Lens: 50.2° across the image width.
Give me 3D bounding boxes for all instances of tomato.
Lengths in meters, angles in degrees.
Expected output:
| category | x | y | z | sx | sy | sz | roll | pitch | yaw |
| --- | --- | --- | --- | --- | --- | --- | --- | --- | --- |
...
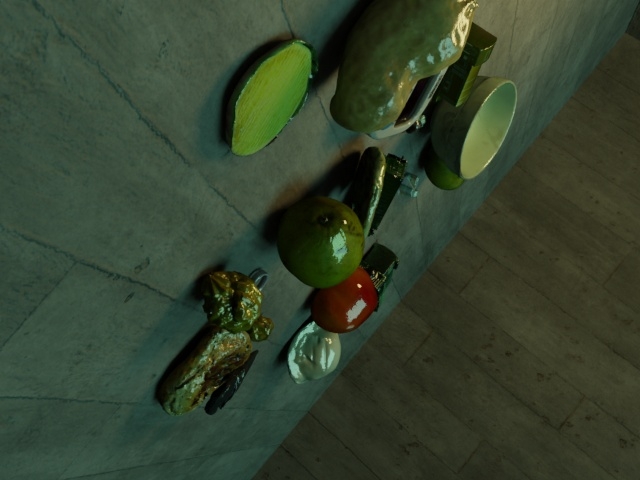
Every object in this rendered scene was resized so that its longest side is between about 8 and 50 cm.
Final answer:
| category | x | y | z | sx | sy | sz | roll | pitch | yaw |
| --- | --- | --- | --- | --- | --- | --- | --- | --- | --- |
| tomato | 0.085 | 0.202 | 2.281 | 0.260 | 0.180 | 0.260 | -43 | 163 | -16 |

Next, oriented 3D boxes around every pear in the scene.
| category | x | y | z | sx | sy | sz | roll | pitch | yaw |
| --- | --- | --- | --- | --- | --- | --- | --- | --- | --- |
| pear | 0.000 | 0.000 | 1.590 | 0.212 | 0.212 | 0.269 | -46 | 170 | -13 |

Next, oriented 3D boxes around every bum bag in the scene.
| category | x | y | z | sx | sy | sz | roll | pitch | yaw |
| --- | --- | --- | --- | --- | --- | --- | --- | --- | --- |
| bum bag | -0.253 | 0.394 | 1.956 | 0.123 | 0.060 | 0.248 | -52 | -175 | 25 |

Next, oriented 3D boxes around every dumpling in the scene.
| category | x | y | z | sx | sy | sz | roll | pitch | yaw |
| --- | --- | --- | --- | --- | --- | --- | --- | --- | --- |
| dumpling | -0.039 | 0.394 | 2.459 | 0.226 | 0.244 | 0.175 | -10 | 179 | -40 |

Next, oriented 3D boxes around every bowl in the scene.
| category | x | y | z | sx | sy | sz | roll | pitch | yaw |
| --- | --- | --- | --- | --- | --- | --- | --- | --- | --- |
| bowl | 0.433 | -0.347 | 1.999 | 0.307 | 0.163 | 0.307 | -37 | 146 | -30 |

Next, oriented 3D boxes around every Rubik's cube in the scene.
| category | x | y | z | sx | sy | sz | roll | pitch | yaw |
| --- | --- | --- | --- | --- | --- | --- | --- | --- | --- |
| Rubik's cube | 0.265 | -0.172 | 2.130 | 0.073 | 0.075 | 0.084 | -65 | 149 | -7 |

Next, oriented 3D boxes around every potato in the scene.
| category | x | y | z | sx | sy | sz | roll | pitch | yaw |
| --- | --- | --- | --- | --- | --- | --- | --- | --- | --- |
| potato | 0.426 | -0.260 | 2.236 | 0.186 | 0.148 | 0.253 | -50 | 164 | 8 |

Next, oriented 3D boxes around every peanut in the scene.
| category | x | y | z | sx | sy | sz | roll | pitch | yaw |
| --- | --- | --- | --- | --- | --- | --- | --- | --- | --- |
| peanut | 0.158 | -0.366 | 1.268 | 0.387 | 0.192 | 0.169 | -52 | 170 | 4 |

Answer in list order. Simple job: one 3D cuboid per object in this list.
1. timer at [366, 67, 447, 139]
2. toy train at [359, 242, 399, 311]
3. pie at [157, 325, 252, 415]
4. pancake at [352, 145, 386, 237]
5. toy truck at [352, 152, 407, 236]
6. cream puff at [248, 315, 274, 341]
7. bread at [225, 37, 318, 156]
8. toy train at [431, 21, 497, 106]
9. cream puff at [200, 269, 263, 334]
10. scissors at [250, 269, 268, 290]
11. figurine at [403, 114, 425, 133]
| category | x | y | z | sx | sy | sz | roll | pitch | yaw |
| --- | --- | --- | --- | --- | --- | --- | --- | --- | --- |
| timer | 0.187 | -0.355 | 1.540 | 0.237 | 0.087 | 0.262 | -28 | 152 | -51 |
| toy train | 0.201 | 0.143 | 2.530 | 0.178 | 0.138 | 0.330 | -51 | 164 | -15 |
| pie | -0.293 | 0.337 | 1.748 | 0.308 | 0.085 | 0.308 | -43 | 164 | -16 |
| pancake | 0.114 | -0.117 | 1.695 | 0.253 | 0.037 | 0.254 | -169 | -90 | -81 |
| toy truck | 0.152 | -0.120 | 1.881 | 0.121 | 0.088 | 0.259 | -71 | -176 | -48 |
| cream puff | -0.170 | 0.255 | 1.943 | 0.083 | 0.058 | 0.083 | -49 | 161 | 1 |
| bread | -0.087 | -0.246 | 1.167 | 0.228 | 0.033 | 0.228 | -46 | 164 | -17 |
| toy train | 0.325 | -0.426 | 1.658 | 0.090 | 0.137 | 0.226 | -40 | 159 | -30 |
| cream puff | -0.202 | 0.133 | 1.482 | 0.146 | 0.146 | 0.116 | -55 | 161 | 13 |
| scissors | -0.201 | 0.175 | 1.744 | 0.118 | 0.030 | 0.242 | -29 | 153 | -43 |
| figurine | 0.252 | -0.318 | 1.860 | 0.059 | 0.047 | 0.106 | -19 | -172 | 29 |
